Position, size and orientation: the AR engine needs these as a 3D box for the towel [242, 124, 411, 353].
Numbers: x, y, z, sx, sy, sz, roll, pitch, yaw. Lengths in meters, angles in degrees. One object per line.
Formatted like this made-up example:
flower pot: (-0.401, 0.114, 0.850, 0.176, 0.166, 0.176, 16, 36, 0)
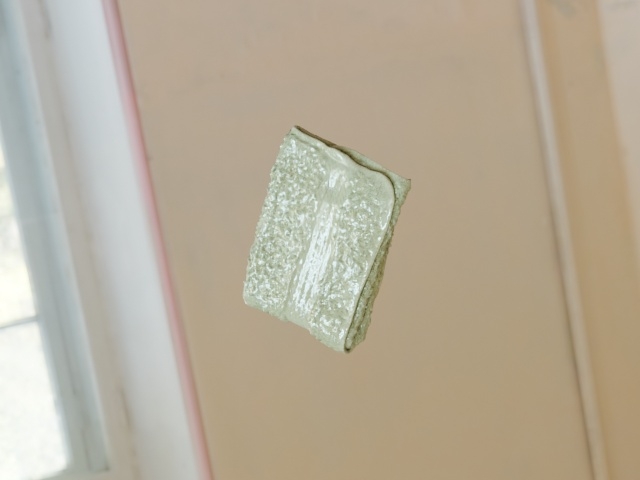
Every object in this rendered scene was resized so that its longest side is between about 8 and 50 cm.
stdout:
towel: (0.000, 0.000, 1.002, 0.110, 0.148, 0.027, 25, -157, 23)
